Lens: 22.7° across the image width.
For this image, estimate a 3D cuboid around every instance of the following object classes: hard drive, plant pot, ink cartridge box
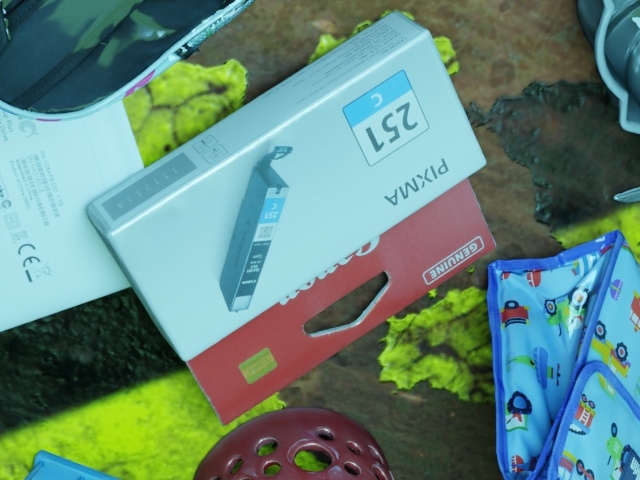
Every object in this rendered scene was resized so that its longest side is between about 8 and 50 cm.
[{"bbox_3d":[-0.310,-0.019,1.225,0.353,0.047,0.233,-19,123,-7],"label":"hard drive"},{"bbox_3d":[-0.010,0.273,1.415,0.191,0.174,0.191,-8,123,-12],"label":"plant pot"},{"bbox_3d":[0.000,0.000,1.292,0.296,0.066,0.261,-33,125,-8],"label":"ink cartridge box"}]

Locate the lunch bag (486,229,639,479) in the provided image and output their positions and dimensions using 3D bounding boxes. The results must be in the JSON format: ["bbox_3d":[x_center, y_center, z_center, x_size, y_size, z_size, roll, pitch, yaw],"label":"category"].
[{"bbox_3d":[0.229,0.179,1.350,0.138,0.293,0.221,-17,129,30],"label":"lunch bag"}]

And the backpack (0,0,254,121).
[{"bbox_3d":[-0.161,-0.211,1.063,0.253,0.191,0.225,-42,105,0],"label":"backpack"}]

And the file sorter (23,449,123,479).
[{"bbox_3d":[-0.192,0.278,1.357,0.170,0.104,0.118,19,116,10],"label":"file sorter"}]

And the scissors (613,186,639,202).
[{"bbox_3d":[0.407,-0.077,1.434,0.297,0.021,0.109,2,121,-17],"label":"scissors"}]

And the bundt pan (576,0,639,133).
[{"bbox_3d":[0.347,-0.218,1.268,0.330,0.124,0.331,-7,120,-13],"label":"bundt pan"}]
